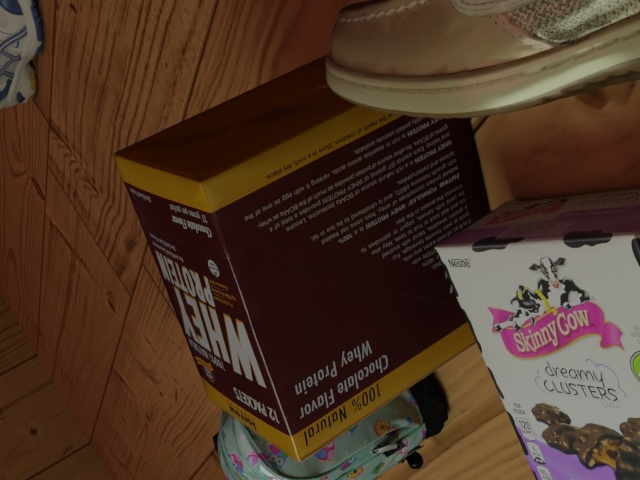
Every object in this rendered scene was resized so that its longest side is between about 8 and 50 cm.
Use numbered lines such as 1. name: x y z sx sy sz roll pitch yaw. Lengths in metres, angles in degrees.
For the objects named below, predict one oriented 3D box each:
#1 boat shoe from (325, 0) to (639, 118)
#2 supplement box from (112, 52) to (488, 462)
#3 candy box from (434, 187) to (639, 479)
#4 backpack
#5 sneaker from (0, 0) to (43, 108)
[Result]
1. boat shoe: 0.123 -0.124 0.411 0.341 0.121 0.110 1 112 49
2. supplement box: 0.000 0.000 0.653 0.129 0.191 0.194 19 132 54
3. candy box: 0.171 0.072 0.555 0.165 0.070 0.196 -5 112 62
4. backpack: -0.001 0.141 0.805 0.152 0.182 0.115 50 152 23
5. sneaker: -0.440 -0.251 1.261 0.112 0.131 0.296 55 152 17
